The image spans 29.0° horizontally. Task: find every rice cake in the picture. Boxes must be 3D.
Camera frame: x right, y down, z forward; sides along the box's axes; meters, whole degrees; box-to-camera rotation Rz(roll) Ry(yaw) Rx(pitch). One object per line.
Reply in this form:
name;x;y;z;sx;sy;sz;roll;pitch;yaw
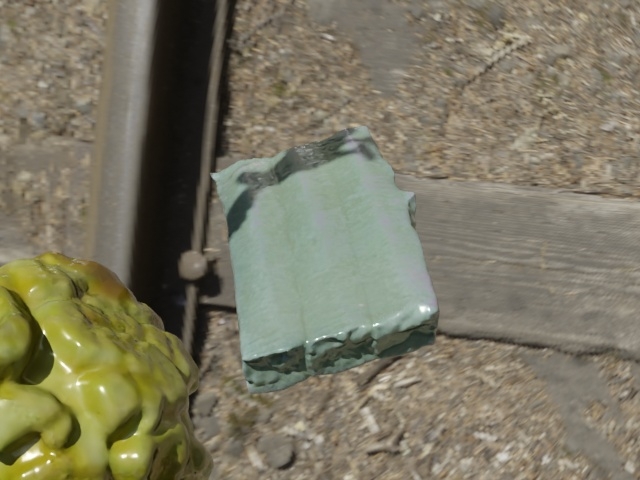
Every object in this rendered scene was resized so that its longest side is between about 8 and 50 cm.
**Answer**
rice cake;0.000;0.000;0.773;0.127;0.237;0.043;-15;123;-2

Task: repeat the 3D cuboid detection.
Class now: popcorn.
popcorn;-0.179;0.104;0.778;0.181;0.235;0.217;-44;57;9
